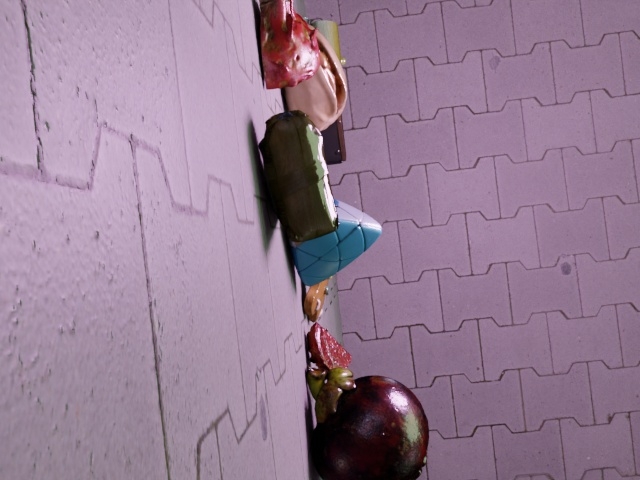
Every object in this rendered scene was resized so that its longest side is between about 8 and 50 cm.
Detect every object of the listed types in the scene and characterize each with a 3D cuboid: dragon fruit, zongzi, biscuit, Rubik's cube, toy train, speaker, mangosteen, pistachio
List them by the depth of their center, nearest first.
[{"bbox_3d":[-0.063,-0.142,1.447,0.274,0.125,0.251,-140,-142,-72],"label":"zongzi"},{"bbox_3d":[-0.074,-0.482,1.633,0.262,0.134,0.212,-92,171,-50],"label":"dragon fruit"},{"bbox_3d":[0.023,-0.024,1.689,0.254,0.254,0.255,-7,90,-86],"label":"Rubik's cube"},{"bbox_3d":[0.088,0.461,1.732,0.306,0.359,0.306,-62,177,-6],"label":"mangosteen"},{"bbox_3d":[0.003,0.304,1.871,0.162,0.083,0.106,51,31,-30],"label":"dragon fruit"},{"bbox_3d":[0.019,0.054,1.970,0.216,0.047,0.340,73,31,-75],"label":"biscuit"},{"bbox_3d":[-0.025,-0.456,2.031,0.193,0.213,0.318,-42,130,-34],"label":"pistachio"},{"bbox_3d":[-0.012,-0.576,2.282,0.126,0.189,0.308,75,10,-77],"label":"toy train"},{"bbox_3d":[0.002,-0.388,2.457,0.231,0.153,0.193,-92,173,-53],"label":"speaker"}]
